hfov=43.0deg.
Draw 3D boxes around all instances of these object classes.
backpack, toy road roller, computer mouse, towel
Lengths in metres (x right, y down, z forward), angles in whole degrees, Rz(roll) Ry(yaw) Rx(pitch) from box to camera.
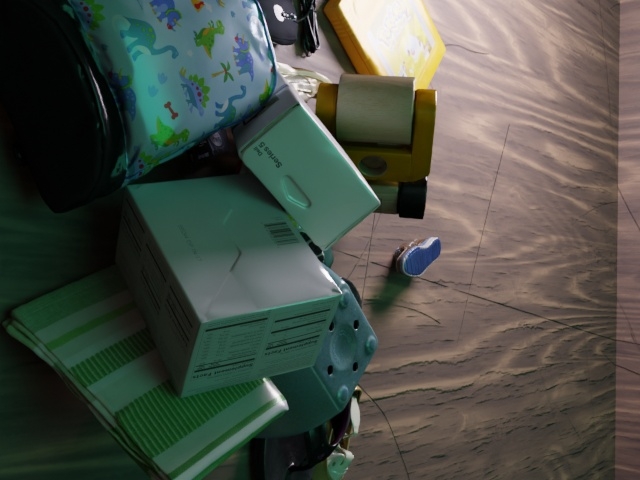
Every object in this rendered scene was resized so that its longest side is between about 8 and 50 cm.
[{"bbox_3d":[-0.230,-0.232,1.103,0.355,0.273,0.290,-35,111,-61],"label":"backpack"},{"bbox_3d":[0.106,-0.207,1.513,0.329,0.202,0.240,87,9,-51],"label":"toy road roller"},{"bbox_3d":[-0.072,-0.430,1.435,0.262,0.060,0.184,-8,97,-53],"label":"computer mouse"},{"bbox_3d":[-0.220,0.162,1.071,0.248,0.325,0.038,-28,151,-50],"label":"towel"}]

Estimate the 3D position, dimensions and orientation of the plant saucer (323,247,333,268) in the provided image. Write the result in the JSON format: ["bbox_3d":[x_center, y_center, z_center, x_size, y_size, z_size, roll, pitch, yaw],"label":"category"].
[{"bbox_3d":[0.000,0.000,1.491,0.119,0.021,0.119,160,-90,-86],"label":"plant saucer"}]

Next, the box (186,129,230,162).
[{"bbox_3d":[-0.186,-0.168,1.317,0.083,0.018,0.067,-27,110,-50],"label":"box"}]

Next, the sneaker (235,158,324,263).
[{"bbox_3d":[-0.070,-0.037,1.404,0.118,0.107,0.279,-104,174,-46],"label":"sneaker"}]

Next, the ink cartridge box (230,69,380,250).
[{"bbox_3d":[-0.035,-0.132,1.232,0.115,0.273,0.198,-39,114,6],"label":"ink cartridge box"}]

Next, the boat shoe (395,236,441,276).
[{"bbox_3d":[0.201,0.038,1.780,0.183,0.066,0.066,-22,109,-57],"label":"boat shoe"}]

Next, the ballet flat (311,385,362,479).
[{"bbox_3d":[0.032,0.383,1.550,0.080,0.073,0.232,21,73,-49],"label":"ballet flat"}]

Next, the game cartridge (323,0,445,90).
[{"bbox_3d":[0.149,-0.448,1.733,0.323,0.053,0.285,56,49,-37],"label":"game cartridge"}]

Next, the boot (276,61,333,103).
[{"bbox_3d":[-0.057,-0.223,1.442,0.213,0.077,0.165,2,89,-51],"label":"boot"}]

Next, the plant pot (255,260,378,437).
[{"bbox_3d":[-0.062,0.160,1.284,0.247,0.252,0.248,-56,130,-36],"label":"plant pot"}]

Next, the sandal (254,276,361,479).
[{"bbox_3d":[-0.004,0.270,1.476,0.167,0.107,0.445,39,61,-44],"label":"sandal"}]

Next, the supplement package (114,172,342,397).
[{"bbox_3d":[-0.133,0.049,1.095,0.204,0.262,0.145,-8,136,-32],"label":"supplement package"}]
